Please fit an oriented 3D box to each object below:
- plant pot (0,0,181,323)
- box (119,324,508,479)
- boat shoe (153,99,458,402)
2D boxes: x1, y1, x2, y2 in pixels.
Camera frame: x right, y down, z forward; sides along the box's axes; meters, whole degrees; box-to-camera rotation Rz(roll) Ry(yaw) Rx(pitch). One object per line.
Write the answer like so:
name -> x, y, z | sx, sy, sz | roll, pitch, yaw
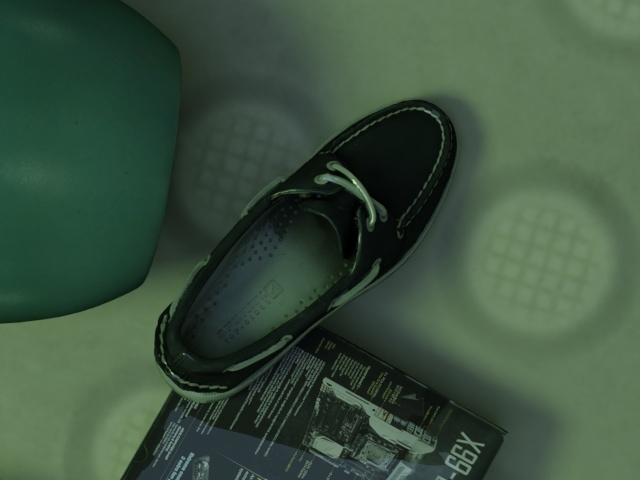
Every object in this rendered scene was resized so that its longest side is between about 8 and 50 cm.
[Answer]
plant pot -> -0.231, -0.070, 1.431 | 0.235, 0.293, 0.293 | 9, 97, -12
box -> -0.035, 0.219, 1.500 | 0.242, 0.076, 0.307 | 29, 83, 1
boat shoe -> 0.000, 0.000, 1.452 | 0.114, 0.091, 0.302 | 39, 73, 5
